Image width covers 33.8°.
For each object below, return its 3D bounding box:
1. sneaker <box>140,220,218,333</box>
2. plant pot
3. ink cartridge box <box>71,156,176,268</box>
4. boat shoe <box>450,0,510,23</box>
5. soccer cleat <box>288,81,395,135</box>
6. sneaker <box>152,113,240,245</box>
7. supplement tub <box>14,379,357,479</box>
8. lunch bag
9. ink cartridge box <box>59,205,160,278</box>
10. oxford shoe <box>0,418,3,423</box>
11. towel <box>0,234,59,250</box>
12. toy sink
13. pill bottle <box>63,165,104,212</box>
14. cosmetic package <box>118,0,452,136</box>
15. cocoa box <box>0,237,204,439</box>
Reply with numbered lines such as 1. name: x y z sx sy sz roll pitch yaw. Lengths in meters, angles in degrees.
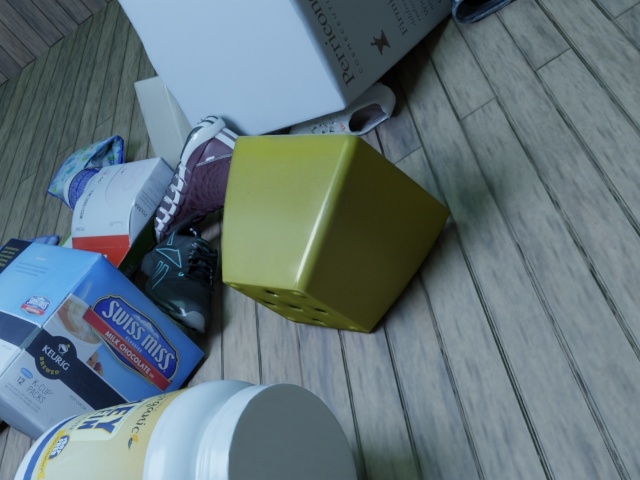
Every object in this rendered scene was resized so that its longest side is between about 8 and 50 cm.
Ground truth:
1. sneaker: -0.206 0.048 1.588 0.106 0.101 0.267 -51 28 5
2. plant pot: 0.000 0.000 1.315 0.212 0.212 0.187 3 68 44
3. ink cartridge box: -0.358 -0.031 1.744 0.189 0.066 0.232 -3 44 47
4. boat shoe: 0.324 -0.442 1.631 0.306 0.113 0.105 -25 39 32
5. soccer cleat: 0.030 -0.191 1.688 0.196 0.068 0.076 -23 36 24
6. sneaker: -0.166 -0.057 1.705 0.106 0.163 0.281 -56 -5 -48
7. supplement tub: -0.142 0.269 1.087 0.316 0.228 0.228 -18 36 35
8. lunch bag: -0.482 -0.148 2.213 0.129 0.096 0.151 -9 51 44
9. ink cartridge box: -0.325 -0.016 1.837 0.255 0.097 0.188 -3 47 49
10. oxford shoe: -0.575 0.256 1.720 0.449 0.169 0.130 -52 10 -18
11. towel: -0.667 0.104 2.152 0.209 0.034 0.285 -9 42 43
12. toy sink: -0.218 -0.193 1.882 0.131 0.234 0.153 -20 11 -26
13. pill bottle: -0.428 -0.088 2.045 0.112 0.112 0.187 -51 31 -17
14. cosmetic package: -0.053 -0.400 1.718 0.327 0.329 0.393 -11 26 42
15. cocoa box: -0.384 0.157 1.529 0.347 0.231 0.228 6 53 54
